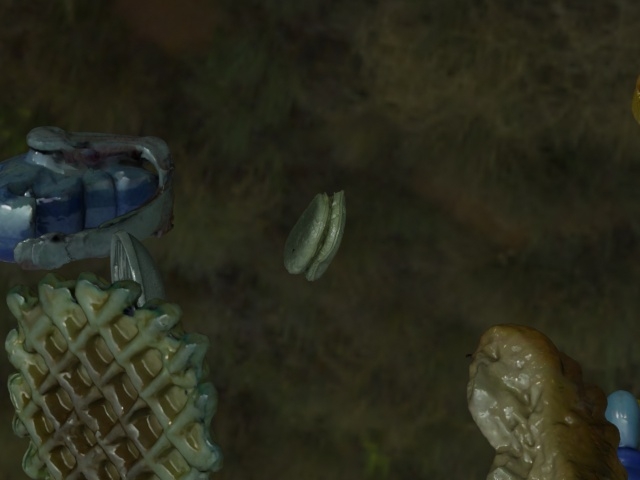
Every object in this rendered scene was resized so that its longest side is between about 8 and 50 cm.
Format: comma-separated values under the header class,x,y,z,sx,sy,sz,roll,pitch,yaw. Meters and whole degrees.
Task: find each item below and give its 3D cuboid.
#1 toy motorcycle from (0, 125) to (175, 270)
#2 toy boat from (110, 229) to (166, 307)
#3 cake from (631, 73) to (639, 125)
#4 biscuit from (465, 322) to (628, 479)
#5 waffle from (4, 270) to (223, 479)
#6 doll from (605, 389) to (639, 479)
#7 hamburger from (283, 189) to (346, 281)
class,x,y,z,sx,sy,sz,roll,pitch,yaw
toy motorcycle,-0.340,-0.061,2.136,0.319,0.182,0.241,-16,-175,-30
toy boat,-0.217,0.117,1.901,0.085,0.261,0.078,-7,-178,-28
cake,0.361,-0.144,1.684,0.084,0.084,0.044,13,148,-3
biscuit,0.148,0.133,1.021,0.118,0.183,0.061,22,135,-26
waffle,-0.214,0.182,1.699,0.291,0.309,0.056,6,-165,34
doll,0.313,0.377,1.843,0.187,0.376,0.366,-6,122,-14
hamburger,-0.003,-0.001,2.011,0.054,0.084,0.121,25,116,-11
